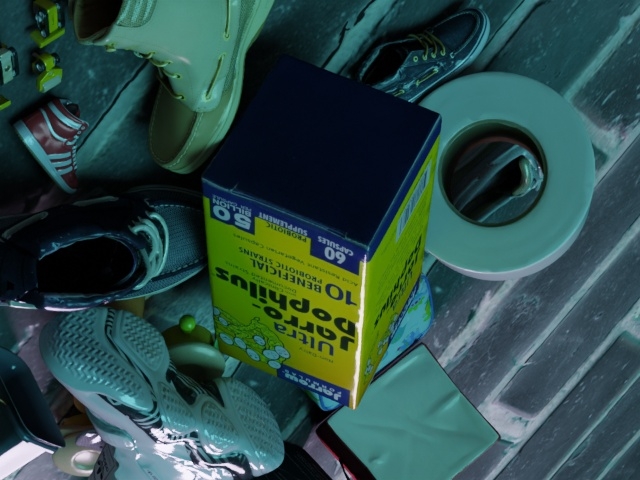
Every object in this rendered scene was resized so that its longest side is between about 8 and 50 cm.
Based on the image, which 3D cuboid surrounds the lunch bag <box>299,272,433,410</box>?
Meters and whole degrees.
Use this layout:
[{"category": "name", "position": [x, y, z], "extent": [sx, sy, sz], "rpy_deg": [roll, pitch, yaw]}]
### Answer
[{"category": "lunch bag", "position": [0.052, 0.126, 2.094], "extent": [0.219, 0.090, 0.176], "rpy_deg": [-38, 148, -14]}]

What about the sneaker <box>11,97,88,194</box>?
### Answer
[{"category": "sneaker", "position": [-0.256, -0.097, 1.520], "extent": [0.067, 0.042, 0.118], "rpy_deg": [-38, 146, -6]}]

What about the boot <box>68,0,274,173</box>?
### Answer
[{"category": "boot", "position": [-0.162, -0.183, 1.479], "extent": [0.203, 0.095, 0.262], "rpy_deg": [-5, 129, -48]}]

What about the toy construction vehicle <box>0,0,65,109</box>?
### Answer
[{"category": "toy construction vehicle", "position": [-0.279, -0.176, 1.418], "extent": [0.086, 0.035, 0.098], "rpy_deg": [-40, 153, -31]}]

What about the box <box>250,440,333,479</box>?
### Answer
[{"category": "box", "position": [-0.088, 0.425, 2.080], "extent": [0.212, 0.293, 0.395], "rpy_deg": [-49, 148, 5]}]

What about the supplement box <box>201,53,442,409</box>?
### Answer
[{"category": "supplement box", "position": [0.000, 0.000, 1.693], "extent": [0.356, 0.194, 0.195], "rpy_deg": [91, 25, -57]}]

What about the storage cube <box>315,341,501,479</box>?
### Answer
[{"category": "storage cube", "position": [0.125, 0.281, 2.210], "extent": [0.215, 0.184, 0.193], "rpy_deg": [-38, 174, -10]}]

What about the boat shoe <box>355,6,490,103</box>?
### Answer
[{"category": "boat shoe", "position": [0.124, -0.223, 1.797], "extent": [0.183, 0.065, 0.083], "rpy_deg": [-42, 153, -2]}]

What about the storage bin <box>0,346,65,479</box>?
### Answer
[{"category": "storage bin", "position": [-0.360, 0.195, 1.659], "extent": [0.091, 0.135, 0.098], "rpy_deg": [-39, 150, 7]}]

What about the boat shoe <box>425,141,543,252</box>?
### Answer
[{"category": "boat shoe", "position": [0.236, -0.079, 2.061], "extent": [0.320, 0.103, 0.118], "rpy_deg": [-26, 144, -29]}]

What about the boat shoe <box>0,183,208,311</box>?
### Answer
[{"category": "boat shoe", "position": [-0.202, 0.016, 1.572], "extent": [0.340, 0.158, 0.127], "rpy_deg": [-13, 105, -41]}]

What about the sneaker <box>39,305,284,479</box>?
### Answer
[{"category": "sneaker", "position": [-0.220, 0.213, 1.684], "extent": [0.210, 0.137, 0.366], "rpy_deg": [-34, 138, 20]}]

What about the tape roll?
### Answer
[{"category": "tape roll", "position": [0.216, -0.075, 1.868], "extent": [0.246, 0.246, 0.169], "rpy_deg": [-48, 170, 3]}]

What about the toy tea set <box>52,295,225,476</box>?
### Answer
[{"category": "toy tea set", "position": [-0.218, 0.147, 1.817], "extent": [0.200, 0.124, 0.336], "rpy_deg": [3, 134, -14]}]
